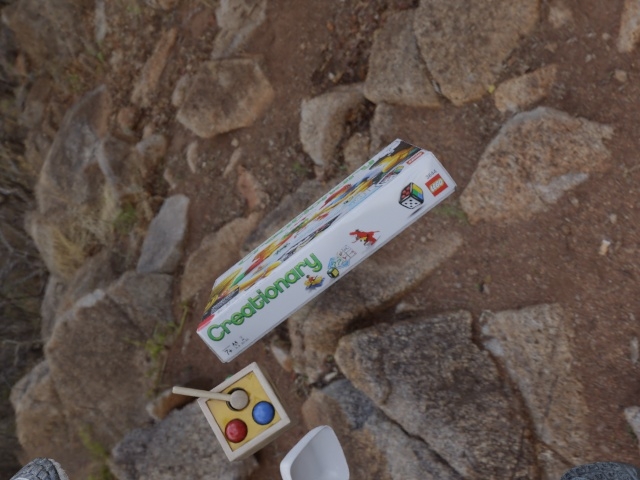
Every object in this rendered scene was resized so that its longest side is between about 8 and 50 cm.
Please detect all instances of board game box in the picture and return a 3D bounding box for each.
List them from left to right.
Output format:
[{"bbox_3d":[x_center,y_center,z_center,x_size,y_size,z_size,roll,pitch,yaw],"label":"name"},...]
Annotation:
[{"bbox_3d":[0.000,0.000,0.755,0.305,0.053,0.193,-38,12,5],"label":"board game box"}]

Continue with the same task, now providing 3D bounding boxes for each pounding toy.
[{"bbox_3d":[-0.133,0.262,1.025,0.130,0.100,0.141,-33,71,-3],"label":"pounding toy"}]

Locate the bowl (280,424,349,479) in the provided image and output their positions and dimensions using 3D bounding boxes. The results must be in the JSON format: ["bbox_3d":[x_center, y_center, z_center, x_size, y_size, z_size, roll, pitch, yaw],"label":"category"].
[{"bbox_3d":[-0.016,0.433,1.221,0.053,0.142,0.142,-7,110,42],"label":"bowl"}]

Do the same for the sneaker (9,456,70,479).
[{"bbox_3d":[-0.307,0.366,0.810,0.100,0.108,0.271,-44,33,-22],"label":"sneaker"}]

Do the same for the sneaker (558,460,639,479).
[{"bbox_3d":[0.467,0.483,1.192,0.286,0.130,0.109,-41,60,28],"label":"sneaker"}]
